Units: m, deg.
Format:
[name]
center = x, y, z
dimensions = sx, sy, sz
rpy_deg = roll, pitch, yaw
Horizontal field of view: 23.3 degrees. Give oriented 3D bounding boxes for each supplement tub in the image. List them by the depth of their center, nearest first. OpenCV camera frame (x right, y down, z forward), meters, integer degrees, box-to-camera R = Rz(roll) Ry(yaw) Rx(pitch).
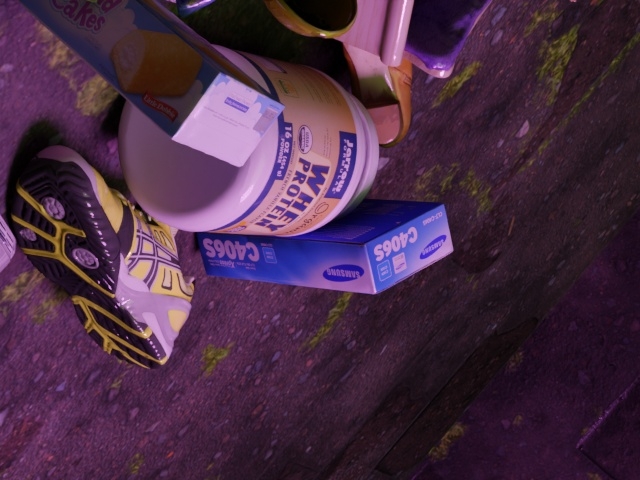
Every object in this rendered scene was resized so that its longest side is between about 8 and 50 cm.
[supplement tub]
center = -0.082, -0.121, 1.986
dimensions = 0.228, 0.228, 0.316
rpy_deg = -57, 154, 17

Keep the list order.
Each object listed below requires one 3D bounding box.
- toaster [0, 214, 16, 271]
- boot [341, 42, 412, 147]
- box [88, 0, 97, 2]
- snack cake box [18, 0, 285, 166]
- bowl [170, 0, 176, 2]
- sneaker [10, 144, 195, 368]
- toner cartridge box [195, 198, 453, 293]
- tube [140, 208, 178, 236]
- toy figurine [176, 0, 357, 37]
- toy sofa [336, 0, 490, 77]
[toaster]
center = -0.434, -0.006, 1.700
dimensions = 0.146, 0.129, 0.227
rpy_deg = -46, 153, -15
[boot]
center = 0.080, -0.277, 2.183
dimensions = 0.211, 0.104, 0.295
rpy_deg = -74, 162, -80
[box]
center = -0.292, -0.285, 1.572
dimensions = 0.027, 0.094, 0.137
rpy_deg = -57, 153, 16
[snack cake box]
center = -0.181, -0.199, 1.669
dimensions = 0.089, 0.264, 0.152
rpy_deg = -53, 155, 9
[bowl]
center = -0.128, -0.331, 1.789
dimensions = 0.170, 0.080, 0.170
rpy_deg = -37, 152, -24
[sneaker]
center = -0.270, 0.002, 1.971
dimensions = 0.147, 0.145, 0.385
rpy_deg = -62, 152, -30
[toner cartridge box]
center = 0.000, 0.000, 2.178
dimensions = 0.165, 0.347, 0.075
rpy_deg = -28, 112, -39
[tube]
center = -0.228, -0.012, 2.114
dimensions = 0.240, 0.062, 0.070
rpy_deg = -59, -165, 13
[toy figurine]
center = -0.126, -0.324, 1.610
dimensions = 0.217, 0.362, 0.191
rpy_deg = -36, -173, 42
[toy sofa]
center = 0.155, -0.376, 1.954
dimensions = 0.362, 0.177, 0.150
rpy_deg = -53, 161, -41
